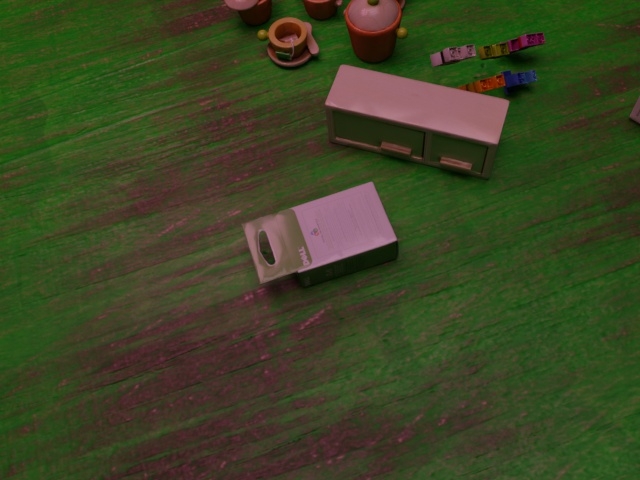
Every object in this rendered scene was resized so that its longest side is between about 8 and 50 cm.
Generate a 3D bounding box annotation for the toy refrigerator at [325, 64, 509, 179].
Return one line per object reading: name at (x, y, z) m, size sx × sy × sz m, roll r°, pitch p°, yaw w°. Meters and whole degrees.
toy refrigerator at (0.148, -0.184, 1.110) m, size 0.269 × 0.102 × 0.094 m, roll 15°, pitch 65°, yaw 11°

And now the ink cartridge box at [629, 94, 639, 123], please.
ink cartridge box at (0.636, -0.205, 1.079) m, size 0.237 × 0.100 × 0.172 m, roll 40°, pitch 73°, yaw 21°

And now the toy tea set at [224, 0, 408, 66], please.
toy tea set at (-0.003, -0.412, 1.225) m, size 0.335 × 0.124 × 0.200 m, roll -3°, pitch 63°, yaw 3°

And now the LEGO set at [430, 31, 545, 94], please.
LEGO set at (0.265, -0.276, 1.155) m, size 0.227 × 0.093 × 0.087 m, roll -17°, pitch 97°, yaw -33°

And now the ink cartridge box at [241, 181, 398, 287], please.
ink cartridge box at (0.000, 0.000, 1.050) m, size 0.209 × 0.062 × 0.109 m, roll -18°, pitch 63°, yaw -4°
